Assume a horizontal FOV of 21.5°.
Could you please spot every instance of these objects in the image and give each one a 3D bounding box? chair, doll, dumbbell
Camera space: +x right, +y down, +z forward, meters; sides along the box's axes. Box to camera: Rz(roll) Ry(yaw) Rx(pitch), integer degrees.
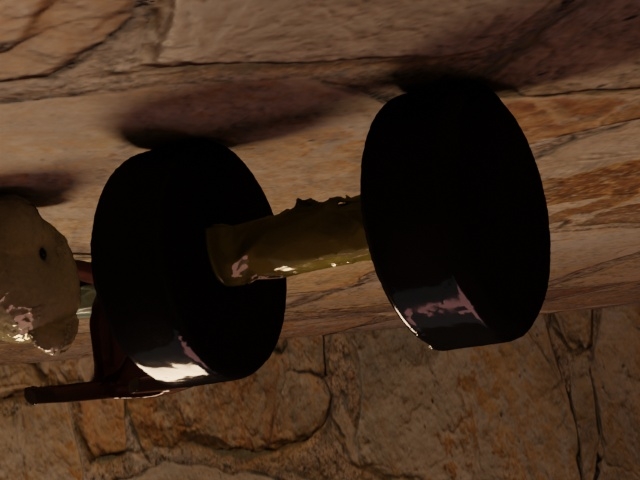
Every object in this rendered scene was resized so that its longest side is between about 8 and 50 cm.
[{"bbox_3d":[-0.205,0.103,2.086,0.175,0.183,0.326,-9,172,30],"label":"chair"},{"bbox_3d":[-0.357,0.012,1.551,0.278,0.175,0.149,4,132,-16],"label":"doll"},{"bbox_3d":[0.000,0.000,1.338,0.322,0.204,0.203,-10,172,28],"label":"dumbbell"}]

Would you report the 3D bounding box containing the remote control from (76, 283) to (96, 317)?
[{"bbox_3d":[-0.270,0.086,2.414,0.247,0.052,0.104,-1,172,-42],"label":"remote control"}]
